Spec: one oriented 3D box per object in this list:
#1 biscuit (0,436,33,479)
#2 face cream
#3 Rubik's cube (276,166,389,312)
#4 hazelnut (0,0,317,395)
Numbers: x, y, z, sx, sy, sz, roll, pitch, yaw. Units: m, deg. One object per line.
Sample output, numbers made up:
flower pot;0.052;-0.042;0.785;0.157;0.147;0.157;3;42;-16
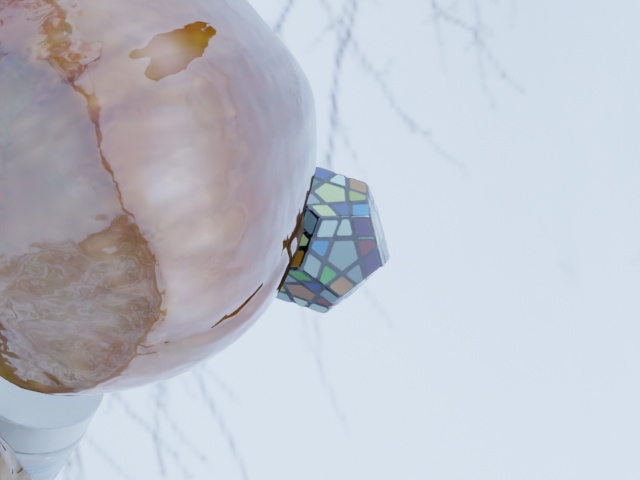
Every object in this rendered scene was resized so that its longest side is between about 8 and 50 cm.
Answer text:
biscuit;-0.391;0.279;1.454;0.107;0.326;0.325;-72;-22;-71
face cream;-0.320;0.165;1.639;0.153;0.177;0.177;-55;45;33
Rubik's cube;0.000;0.000;1.525;0.133;0.112;0.133;-8;78;37
hazelnut;-0.159;-0.056;1.326;0.315;0.372;0.372;8;110;49
